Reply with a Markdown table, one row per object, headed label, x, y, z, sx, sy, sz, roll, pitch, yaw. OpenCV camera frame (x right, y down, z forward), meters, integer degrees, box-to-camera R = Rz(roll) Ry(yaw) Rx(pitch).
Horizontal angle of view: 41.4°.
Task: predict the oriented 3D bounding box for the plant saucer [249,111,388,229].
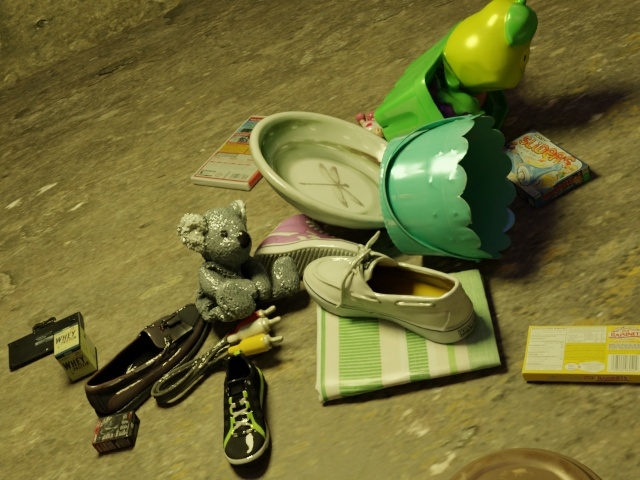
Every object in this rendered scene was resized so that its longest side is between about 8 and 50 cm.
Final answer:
| label | x | y | z | sx | sy | sz | roll | pitch | yaw |
| --- | --- | --- | --- | --- | --- | --- | --- | --- | --- |
| plant saucer | 0.028 | -0.131 | 1.825 | 0.400 | 0.101 | 0.400 | 16 | 34 | -11 |

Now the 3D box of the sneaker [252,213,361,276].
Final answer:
| label | x | y | z | sx | sy | sz | roll | pitch | yaw |
| --- | --- | --- | --- | --- | --- | --- | --- | --- | --- |
| sneaker | -0.001 | -0.001 | 1.776 | 0.282 | 0.102 | 0.161 | 3 | 41 | 32 |

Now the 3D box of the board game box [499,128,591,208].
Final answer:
| label | x | y | z | sx | sy | sz | roll | pitch | yaw |
| --- | --- | --- | --- | --- | --- | --- | --- | --- | --- |
| board game box | 0.447 | -0.152 | 1.769 | 0.136 | 0.035 | 0.201 | -29 | 36 | -7 |

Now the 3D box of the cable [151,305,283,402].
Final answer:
| label | x | y | z | sx | sy | sz | roll | pitch | yaw |
| --- | --- | --- | --- | --- | --- | --- | --- | --- | --- |
| cable | -0.203 | 0.210 | 1.642 | 0.287 | 0.072 | 0.139 | -22 | 32 | 2 |

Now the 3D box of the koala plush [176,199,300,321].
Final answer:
| label | x | y | z | sx | sy | sz | roll | pitch | yaw |
| --- | --- | --- | --- | --- | --- | --- | --- | --- | --- |
| koala plush | -0.187 | 0.034 | 1.698 | 0.196 | 0.221 | 0.203 | -24 | 8 | -41 |

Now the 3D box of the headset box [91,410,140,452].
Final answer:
| label | x | y | z | sx | sy | sz | roll | pitch | yaw |
| --- | --- | --- | --- | --- | --- | --- | --- | --- | --- |
| headset box | -0.387 | 0.360 | 1.589 | 0.083 | 0.032 | 0.062 | -16 | 36 | 12 |

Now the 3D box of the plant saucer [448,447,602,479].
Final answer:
| label | x | y | z | sx | sy | sz | roll | pitch | yaw |
| --- | --- | --- | --- | --- | --- | --- | --- | --- | --- |
| plant saucer | 0.275 | 0.396 | 1.169 | 0.277 | 0.041 | 0.278 | -14 | 37 | 11 |

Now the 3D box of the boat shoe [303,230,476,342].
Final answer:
| label | x | y | z | sx | sy | sz | roll | pitch | yaw |
| --- | --- | --- | --- | --- | --- | --- | --- | --- | --- |
| boat shoe | 0.101 | 0.065 | 1.522 | 0.367 | 0.157 | 0.136 | 19 | 53 | 41 |

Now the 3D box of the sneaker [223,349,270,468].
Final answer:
| label | x | y | z | sx | sy | sz | roll | pitch | yaw |
| --- | --- | --- | --- | --- | --- | --- | --- | --- | --- |
| sneaker | -0.145 | 0.290 | 1.487 | 0.084 | 0.097 | 0.235 | -19 | 36 | 7 |

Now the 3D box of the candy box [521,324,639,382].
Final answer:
| label | x | y | z | sx | sy | sz | roll | pitch | yaw |
| --- | --- | --- | --- | --- | --- | --- | --- | --- | --- |
| candy box | 0.434 | 0.181 | 1.361 | 0.205 | 0.027 | 0.105 | -3 | 38 | 26 |

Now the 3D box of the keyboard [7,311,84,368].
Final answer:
| label | x | y | z | sx | sy | sz | roll | pitch | yaw |
| --- | --- | --- | --- | --- | --- | --- | --- | --- | --- |
| keyboard | -0.618 | 0.218 | 1.907 | 0.180 | 0.023 | 0.108 | -24 | 42 | -2 |

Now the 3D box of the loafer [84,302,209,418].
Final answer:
| label | x | y | z | sx | sy | sz | roll | pitch | yaw |
| --- | --- | --- | --- | --- | --- | --- | --- | --- | --- |
| loafer | -0.340 | 0.224 | 1.680 | 0.109 | 0.095 | 0.302 | 15 | 51 | 40 |

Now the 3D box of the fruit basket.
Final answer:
| label | x | y | z | sx | sy | sz | roll | pitch | yaw |
| --- | --- | --- | --- | --- | --- | --- | --- | --- | --- |
| fruit basket | 0.331 | -0.339 | 1.818 | 0.392 | 0.283 | 0.392 | -29 | 19 | 11 |

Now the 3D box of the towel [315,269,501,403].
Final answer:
| label | x | y | z | sx | sy | sz | roll | pitch | yaw |
| --- | --- | --- | --- | --- | --- | --- | --- | --- | --- |
| towel | 0.148 | 0.169 | 1.532 | 0.324 | 0.038 | 0.248 | -14 | 37 | 12 |

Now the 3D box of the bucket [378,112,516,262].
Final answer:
| label | x | y | z | sx | sy | sz | roll | pitch | yaw |
| --- | --- | --- | --- | --- | --- | --- | --- | --- | --- |
| bucket | 0.244 | -0.095 | 1.623 | 0.183 | 0.281 | 0.281 | -6 | 39 | 31 |

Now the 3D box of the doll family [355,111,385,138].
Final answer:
| label | x | y | z | sx | sy | sz | roll | pitch | yaw |
| --- | --- | --- | --- | --- | --- | --- | --- | --- | --- |
| doll family | 0.051 | -0.224 | 2.041 | 0.262 | 0.118 | 0.163 | -6 | 29 | -6 |

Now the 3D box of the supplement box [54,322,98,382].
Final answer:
| label | x | y | z | sx | sy | sz | roll | pitch | yaw |
| --- | --- | --- | --- | --- | --- | --- | --- | --- | --- |
| supplement box | -0.511 | 0.234 | 1.773 | 0.056 | 0.083 | 0.083 | -25 | 36 | -2 |

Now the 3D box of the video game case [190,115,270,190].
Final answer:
| label | x | y | z | sx | sy | sz | roll | pitch | yaw |
| --- | --- | --- | --- | --- | --- | --- | --- | --- | --- |
| video game case | -0.186 | -0.236 | 2.238 | 0.204 | 0.025 | 0.285 | 9 | 47 | 37 |
